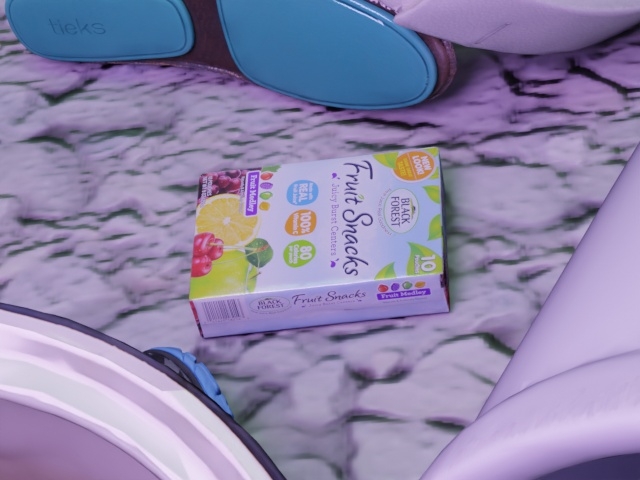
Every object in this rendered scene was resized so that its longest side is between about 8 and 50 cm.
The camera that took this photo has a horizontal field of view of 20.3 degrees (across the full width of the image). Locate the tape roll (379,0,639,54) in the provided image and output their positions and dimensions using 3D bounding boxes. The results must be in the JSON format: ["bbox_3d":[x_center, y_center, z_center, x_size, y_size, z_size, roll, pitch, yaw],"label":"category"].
[{"bbox_3d":[0.103,-0.301,1.066,0.072,0.392,0.392,-29,23,53],"label":"tape roll"}]

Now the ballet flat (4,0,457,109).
[{"bbox_3d":[-0.050,-0.159,1.127,0.316,0.107,0.106,12,44,21],"label":"ballet flat"}]

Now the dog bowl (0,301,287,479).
[{"bbox_3d":[-0.171,0.234,0.696,0.408,0.150,0.408,-2,62,5],"label":"dog bowl"}]

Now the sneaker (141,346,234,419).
[{"bbox_3d":[-0.072,0.126,0.887,0.078,0.067,0.188,-15,49,-9],"label":"sneaker"}]

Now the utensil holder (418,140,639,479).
[{"bbox_3d":[0.243,0.060,0.672,0.327,0.328,0.385,13,44,24],"label":"utensil holder"}]

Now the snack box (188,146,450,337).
[{"bbox_3d":[0.000,0.000,1.008,0.141,0.037,0.100,-6,48,8],"label":"snack box"}]
